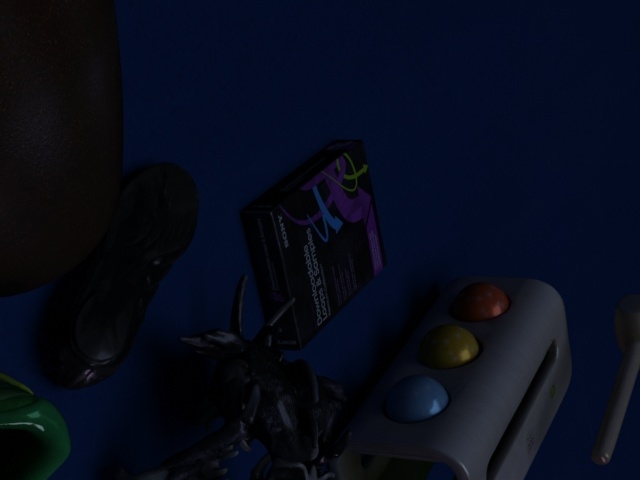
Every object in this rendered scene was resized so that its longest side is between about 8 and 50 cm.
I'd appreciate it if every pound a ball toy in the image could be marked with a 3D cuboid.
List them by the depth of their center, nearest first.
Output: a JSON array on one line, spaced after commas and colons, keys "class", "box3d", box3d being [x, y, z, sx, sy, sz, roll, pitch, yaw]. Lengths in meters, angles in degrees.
[{"class": "pound a ball toy", "box3d": [0.167, 0.125, 1.066, 0.319, 0.208, 0.135, -47, 130, -50]}]

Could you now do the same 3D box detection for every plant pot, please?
[{"class": "plant pot", "box3d": [-0.169, -0.078, 0.498, 0.230, 0.215, 0.215, 69, 33, -56]}]

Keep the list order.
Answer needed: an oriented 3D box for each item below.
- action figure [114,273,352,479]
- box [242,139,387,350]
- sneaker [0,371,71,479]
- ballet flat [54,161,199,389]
[{"class": "action figure", "box3d": [-0.049, 0.162, 0.761, 0.164, 0.141, 0.275, 37, 31, -46]}, {"class": "box", "box3d": [0.000, 0.000, 0.950, 0.162, 0.029, 0.116, -41, 125, -52]}, {"class": "sneaker", "box3d": [-0.204, 0.161, 0.486, 0.295, 0.124, 0.109, -64, 142, -38]}, {"class": "ballet flat", "box3d": [-0.121, 0.015, 0.733, 0.057, 0.049, 0.173, 37, 47, -16]}]
